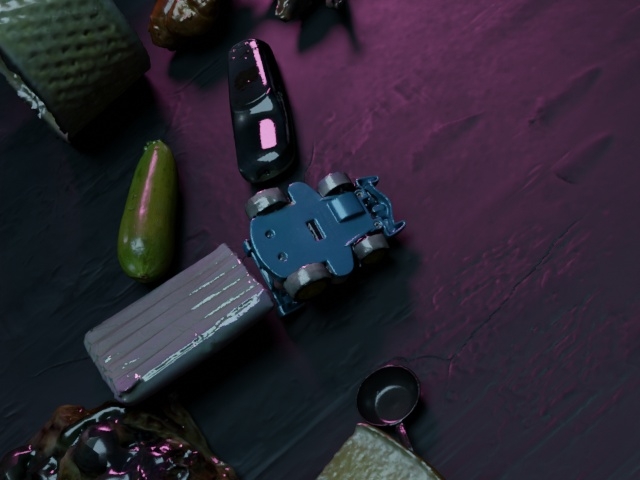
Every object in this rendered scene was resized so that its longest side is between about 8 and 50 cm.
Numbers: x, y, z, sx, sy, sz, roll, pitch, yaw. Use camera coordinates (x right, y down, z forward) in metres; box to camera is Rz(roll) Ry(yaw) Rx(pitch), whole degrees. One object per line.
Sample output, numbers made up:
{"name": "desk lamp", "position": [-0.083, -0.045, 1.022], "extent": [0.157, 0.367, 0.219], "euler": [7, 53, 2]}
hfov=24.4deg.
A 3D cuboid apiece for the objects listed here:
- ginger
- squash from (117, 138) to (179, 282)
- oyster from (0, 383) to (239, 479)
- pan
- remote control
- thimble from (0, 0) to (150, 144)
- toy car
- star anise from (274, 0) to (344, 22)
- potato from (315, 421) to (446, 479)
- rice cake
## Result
{"name": "ginger", "position": [-0.158, -0.321, 1.893], "extent": [0.103, 0.073, 0.162], "euler": [-12, 45, 60]}
{"name": "squash", "position": [-0.198, -0.036, 1.727], "extent": [0.066, 0.066, 0.201], "euler": [-14, 51, 20]}
{"name": "oyster", "position": [-0.200, 0.273, 1.489], "extent": [0.221, 0.096, 0.361], "euler": [-46, 45, 2]}
{"name": "pan", "position": [0.075, 0.173, 1.446], "extent": [0.068, 0.023, 0.115], "euler": [-27, 45, 8]}
{"name": "remote control", "position": [-0.075, -0.158, 1.762], "extent": [0.072, 0.042, 0.222], "euler": [-24, 48, 15]}
{"name": "thimble", "position": [-0.348, -0.266, 1.848], "extent": [0.150, 0.271, 0.271], "euler": [-42, 47, -8]}
{"name": "toy car", "position": [0.000, 0.000, 1.588], "extent": [0.161, 0.098, 0.126], "euler": [-22, 66, -20]}
{"name": "star anise", "position": [-0.017, -0.357, 1.868], "extent": [0.172, 0.063, 0.208], "euler": [-1, 60, 34]}
{"name": "potato", "position": [0.062, 0.336, 1.279], "extent": [0.255, 0.112, 0.269], "euler": [30, 78, 37]}
{"name": "rice cake", "position": [-0.154, 0.090, 1.593], "extent": [0.198, 0.037, 0.189], "euler": [-36, 27, -6]}
